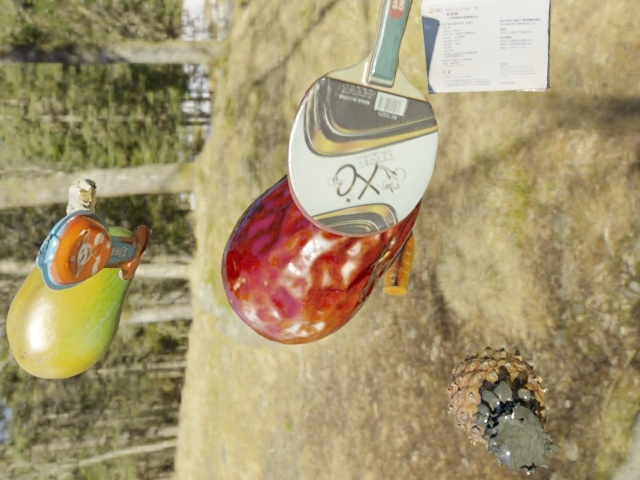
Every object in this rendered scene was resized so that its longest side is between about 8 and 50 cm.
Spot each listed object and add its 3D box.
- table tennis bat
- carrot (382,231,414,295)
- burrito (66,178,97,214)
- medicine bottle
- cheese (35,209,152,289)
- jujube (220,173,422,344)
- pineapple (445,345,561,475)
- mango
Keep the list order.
[{"bbox_3d":[0.060,-0.151,0.898,0.022,0.174,0.301,-125,48,-78],"label":"table tennis bat"},{"bbox_3d":[0.150,0.031,1.435,0.048,0.048,0.139,124,163,-67],"label":"carrot"},{"bbox_3d":[-0.325,-0.052,1.064,0.045,0.041,0.185,-68,13,-16],"label":"burrito"},{"bbox_3d":[0.265,-0.318,1.249,0.052,0.201,0.171,-73,-23,-46],"label":"medicine bottle"},{"bbox_3d":[-0.294,0.014,1.039,0.106,0.037,0.256,-70,-16,4],"label":"cheese"},{"bbox_3d":[0.000,0.000,1.105,0.318,0.223,0.223,-47,31,15],"label":"jujube"},{"bbox_3d":[0.260,0.250,1.127,0.279,0.158,0.157,-43,-48,-82],"label":"pineapple"},{"bbox_3d":[-0.366,0.087,1.172,0.250,0.157,0.114,-64,16,-5],"label":"mango"}]
